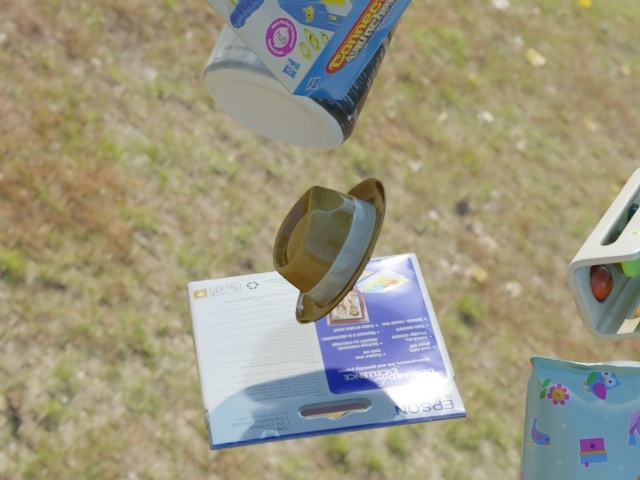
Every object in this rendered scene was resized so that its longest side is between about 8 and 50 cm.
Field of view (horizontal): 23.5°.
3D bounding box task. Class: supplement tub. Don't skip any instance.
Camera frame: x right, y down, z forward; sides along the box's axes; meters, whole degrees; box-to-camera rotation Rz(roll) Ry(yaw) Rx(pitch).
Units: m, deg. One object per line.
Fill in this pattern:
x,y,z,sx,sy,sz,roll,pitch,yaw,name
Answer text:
0.001,-0.286,1.852,0.194,0.193,0.316,30,71,-22,supplement tub

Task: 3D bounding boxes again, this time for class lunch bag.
0.353,0.246,1.681,0.262,0.223,0.160,6,-7,13,lunch bag

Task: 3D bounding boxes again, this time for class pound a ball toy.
0.434,0.057,2.075,0.319,0.136,0.208,-47,120,-47,pound a ball toy

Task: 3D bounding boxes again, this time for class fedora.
0.000,0.000,1.776,0.079,0.194,0.194,30,28,-18,fedora

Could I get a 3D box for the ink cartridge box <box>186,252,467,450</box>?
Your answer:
-0.001,0.148,1.885,0.304,0.072,0.307,-7,41,-6,ink cartridge box

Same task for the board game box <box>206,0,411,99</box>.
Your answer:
-0.012,-0.353,1.530,0.308,0.302,0.086,49,28,25,board game box
